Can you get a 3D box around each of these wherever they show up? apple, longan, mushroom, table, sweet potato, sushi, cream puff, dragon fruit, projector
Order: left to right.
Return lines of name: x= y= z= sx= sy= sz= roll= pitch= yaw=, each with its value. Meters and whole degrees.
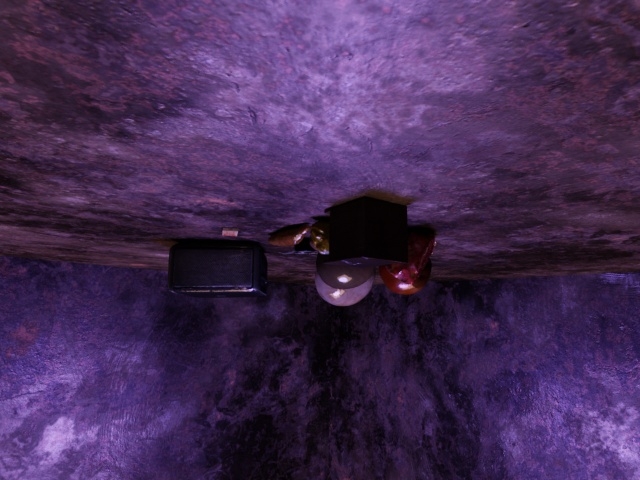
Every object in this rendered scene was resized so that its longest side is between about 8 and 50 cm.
projector: x=-0.463 y=0.145 z=2.012 sx=0.404 sy=0.242 sz=0.395 roll=0 pitch=168 yaw=-1
sweet potato: x=-0.124 y=-0.007 z=1.602 sx=0.072 sy=0.066 sz=0.314 roll=48 pitch=154 yaw=-14
sushi: x=-0.043 y=0.030 z=1.858 sx=0.219 sy=0.047 sz=0.231 roll=0 pitch=175 yaw=-20
cream puff: x=0.038 y=-0.021 z=1.416 sx=0.146 sy=0.116 sz=0.146 roll=-20 pitch=-170 yaw=4
mushroom: x=0.098 y=0.143 z=1.976 sx=0.297 sy=0.298 sz=0.290 roll=8 pitch=-152 yaw=-32
longan: x=0.099 y=0.092 z=1.683 sx=0.248 sy=0.249 sz=0.248 roll=1 pitch=170 yaw=0
table: x=0.131 y=-0.014 z=1.240 sx=0.172 sy=0.169 sz=0.193 roll=9 pitch=167 yaw=-34
dragon fruit: x=0.306 y=0.032 z=1.567 sx=0.211 sy=0.134 sz=0.262 roll=12 pitch=-150 yaw=21
apple: x=0.373 y=0.118 z=1.818 sx=0.229 sy=0.230 sz=0.230 roll=1 pitch=170 yaw=0

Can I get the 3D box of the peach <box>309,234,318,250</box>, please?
peach: x=0.000 y=0.001 z=1.585 sx=0.083 sy=0.083 sz=0.083 roll=1 pitch=170 yaw=0

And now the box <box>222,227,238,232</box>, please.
box: x=-0.348 y=-0.033 z=1.628 sx=0.058 sy=0.015 sz=0.093 roll=2 pitch=169 yaw=-14
